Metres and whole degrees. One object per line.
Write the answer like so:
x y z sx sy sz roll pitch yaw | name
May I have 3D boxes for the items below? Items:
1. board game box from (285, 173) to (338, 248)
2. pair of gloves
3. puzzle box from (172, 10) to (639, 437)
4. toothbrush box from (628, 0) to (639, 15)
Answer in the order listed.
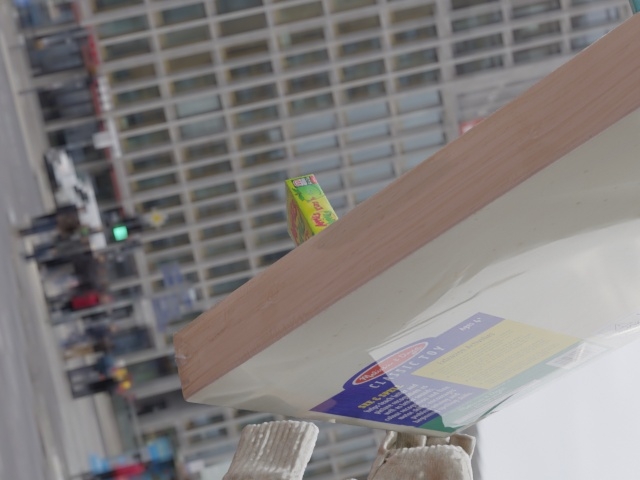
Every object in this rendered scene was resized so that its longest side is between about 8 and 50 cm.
0.000 0.000 1.944 0.181 0.043 0.092 -119 -159 -48 | board game box
0.006 0.222 1.168 0.204 0.240 0.042 -64 143 -42 | pair of gloves
0.137 0.011 0.887 0.409 0.272 0.052 -34 -122 33 | puzzle box
0.445 -0.374 1.665 0.126 0.216 0.295 -89 158 -57 | toothbrush box
